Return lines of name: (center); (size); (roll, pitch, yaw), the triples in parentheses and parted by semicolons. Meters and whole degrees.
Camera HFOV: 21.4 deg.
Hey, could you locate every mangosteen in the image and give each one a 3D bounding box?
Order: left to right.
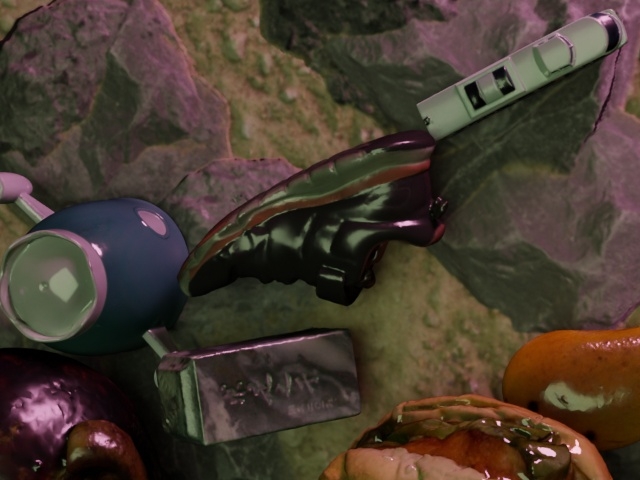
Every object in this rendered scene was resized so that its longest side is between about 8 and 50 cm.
mangosteen: (-0.293, 0.259, 1.659); (0.297, 0.293, 0.297); (-3, 113, -6)

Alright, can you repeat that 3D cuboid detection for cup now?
cup: (-0.235, 0.039, 1.695); (0.300, 0.173, 0.167); (45, 104, 12)

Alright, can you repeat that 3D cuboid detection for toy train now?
toy train: (0.191, -0.158, 1.604); (0.207, 0.047, 0.043); (-27, 85, 20)

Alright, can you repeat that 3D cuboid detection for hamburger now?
hamburger: (0.164, 0.241, 1.525); (0.330, 0.162, 0.209); (29, 144, 17)

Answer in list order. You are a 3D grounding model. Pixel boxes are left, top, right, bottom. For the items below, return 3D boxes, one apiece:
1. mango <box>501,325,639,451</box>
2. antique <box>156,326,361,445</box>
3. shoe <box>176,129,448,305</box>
mango: (0.257, 0.139, 1.578); (0.178, 0.090, 0.115); (-5, 84, 11)
antique: (-0.063, 0.140, 1.633); (0.086, 0.183, 0.088); (-6, 93, 64)
shoe: (0.000, 0.000, 1.651); (0.291, 0.114, 0.137); (-24, 95, 20)
